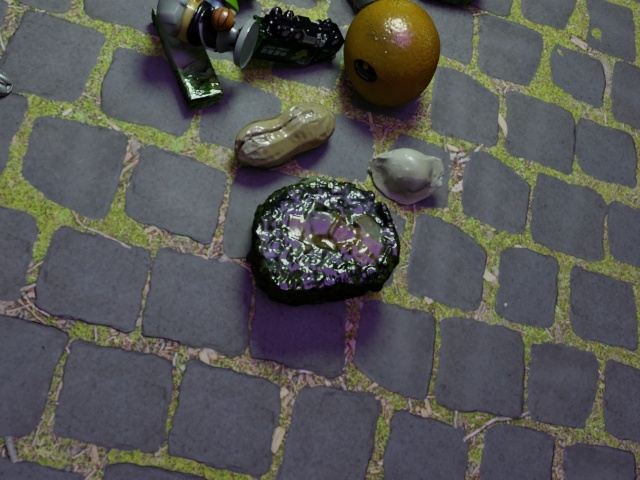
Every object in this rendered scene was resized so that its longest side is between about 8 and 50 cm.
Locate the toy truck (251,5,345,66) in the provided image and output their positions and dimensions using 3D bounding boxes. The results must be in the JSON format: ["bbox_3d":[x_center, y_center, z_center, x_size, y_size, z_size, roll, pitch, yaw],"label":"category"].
[{"bbox_3d":[-0.065,-0.537,1.540,0.259,0.121,0.088,-6,67,-39],"label":"toy truck"}]

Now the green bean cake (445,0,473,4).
[{"bbox_3d":[0.395,-0.855,1.783,0.227,0.125,0.223,9,73,-19],"label":"green bean cake"}]

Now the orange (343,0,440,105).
[{"bbox_3d":[0.190,-0.501,1.553,0.274,0.274,0.274,4,74,-15],"label":"orange"}]

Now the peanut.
[{"bbox_3d":[-0.087,-0.272,1.482,0.290,0.130,0.130,-28,84,-19],"label":"peanut"}]

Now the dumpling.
[{"bbox_3d":[0.230,-0.172,1.566,0.111,0.181,0.155,-24,116,-55],"label":"dumpling"}]

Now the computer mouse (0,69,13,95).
[{"bbox_3d":[-0.772,-0.377,1.352,0.096,0.039,0.066,21,70,-11],"label":"computer mouse"}]

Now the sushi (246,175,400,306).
[{"bbox_3d":[0.000,0.000,1.403,0.351,0.178,0.294,-4,74,-14],"label":"sushi"}]

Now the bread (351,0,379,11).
[{"bbox_3d":[0.163,-0.748,1.635,0.142,0.224,0.212,-36,66,-24],"label":"bread"}]

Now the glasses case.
[{"bbox_3d":[-0.345,-0.475,1.495,0.095,0.062,0.272,-19,82,-23],"label":"glasses case"}]

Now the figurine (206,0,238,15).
[{"bbox_3d":[-0.243,-0.696,1.551,0.162,0.143,0.263,29,81,10],"label":"figurine"}]

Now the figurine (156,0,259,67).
[{"bbox_3d":[-0.279,-0.520,1.392,0.236,0.176,0.133,23,78,2],"label":"figurine"}]
